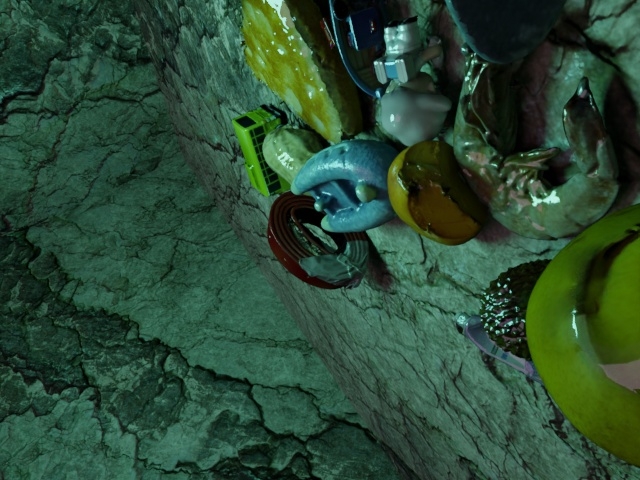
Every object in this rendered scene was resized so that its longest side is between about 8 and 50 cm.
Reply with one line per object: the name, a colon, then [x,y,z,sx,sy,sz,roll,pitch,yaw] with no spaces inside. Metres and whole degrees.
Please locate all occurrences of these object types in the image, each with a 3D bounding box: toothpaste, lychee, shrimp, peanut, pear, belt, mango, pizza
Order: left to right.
pizza: [-0.074,-0.431,1.112,0.406,0.130,0.440,33,157,57]
peanut: [-0.034,-0.206,1.323,0.325,0.140,0.153,36,110,40]
belt: [0.000,0.000,1.393,0.324,0.227,0.115,39,159,7]
mango: [0.202,-0.068,0.857,0.154,0.126,0.252,1,154,31]
toothpaste: [0.380,0.225,0.974,0.301,0.048,0.075,36,145,49]
shrimp: [0.275,-0.142,0.669,0.247,0.085,0.360,27,147,50]
lychee: [0.320,0.106,0.734,0.171,0.171,0.171,52,160,28]
pear: [0.359,0.115,0.501,0.285,0.285,0.336,37,158,53]

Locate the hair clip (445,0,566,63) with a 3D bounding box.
hair clip: [0.106,-0.392,0.343,0.392,0.318,0.238,40,-167,-37]

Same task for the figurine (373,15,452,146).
figurine: [0.148,-0.238,0.808,0.137,0.112,0.229,12,130,40]

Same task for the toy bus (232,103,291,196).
toy bus: [-0.168,-0.271,1.563,0.128,0.150,0.262,43,155,48]

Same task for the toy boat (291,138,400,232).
toy boat: [0.055,-0.099,1.095,0.330,0.123,0.215,-13,121,52]

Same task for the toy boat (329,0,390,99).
toy boat: [0.077,-0.350,0.853,0.097,0.100,0.223,-118,7,-66]

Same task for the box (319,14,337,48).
box: [0.046,-0.389,0.906,0.051,0.082,0.023,65,164,-11]
